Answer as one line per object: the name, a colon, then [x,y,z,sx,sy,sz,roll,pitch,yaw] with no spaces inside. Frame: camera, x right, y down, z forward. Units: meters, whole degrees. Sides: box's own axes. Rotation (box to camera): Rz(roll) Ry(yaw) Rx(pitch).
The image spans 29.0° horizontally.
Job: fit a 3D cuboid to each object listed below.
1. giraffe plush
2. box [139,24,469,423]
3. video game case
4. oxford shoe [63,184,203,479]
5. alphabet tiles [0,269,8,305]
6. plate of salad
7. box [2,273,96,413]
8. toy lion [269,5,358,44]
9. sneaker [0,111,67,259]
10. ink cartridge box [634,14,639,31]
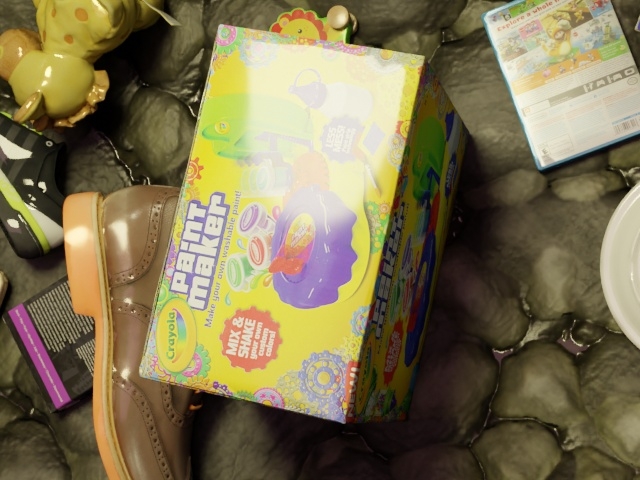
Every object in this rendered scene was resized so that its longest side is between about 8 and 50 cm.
giraffe plush: [-0.253,-0.198,1.234,0.210,0.181,0.170,43,106,33]
box: [0.000,0.000,1.079,0.177,0.279,0.290,11,86,16]
video game case: [0.236,-0.162,1.178,0.119,0.015,0.166,-21,78,11]
oxford shoe: [-0.145,0.127,1.163,0.133,0.130,0.363,-10,97,0]
alphabet tiles: [-0.471,0.047,1.319,0.284,0.021,0.278,22,93,16]
plate of salad: [0.353,0.023,1.107,0.200,0.048,0.200,-1,89,23]
box: [-0.229,0.086,1.254,0.162,0.029,0.116,-31,78,9]
toy lion: [-0.007,-0.186,1.236,0.096,0.034,0.100,-15,79,19]
sneaker: [-0.314,-0.086,1.288,0.097,0.084,0.234,-27,77,-15]
ink cartridge box: [0.479,-0.206,1.059,0.371,0.069,0.176,21,114,13]
